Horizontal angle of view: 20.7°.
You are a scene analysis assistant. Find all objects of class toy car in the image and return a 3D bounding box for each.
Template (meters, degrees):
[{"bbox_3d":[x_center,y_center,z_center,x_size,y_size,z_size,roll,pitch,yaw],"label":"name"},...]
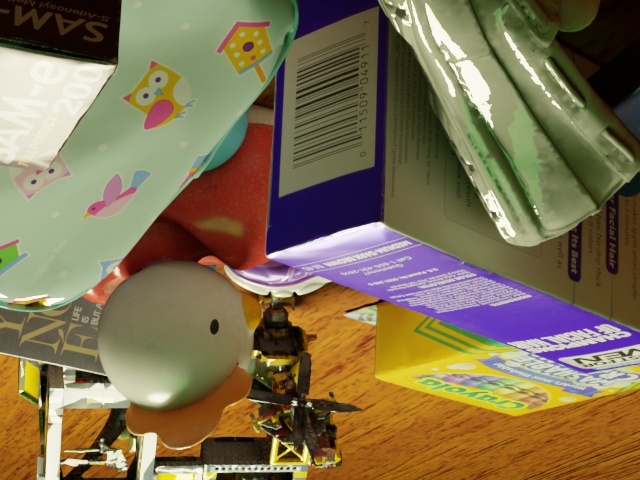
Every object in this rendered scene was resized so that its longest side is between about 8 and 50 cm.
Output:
[{"bbox_3d":[-0.089,0.037,1.279,0.210,0.238,0.219,-20,153,14],"label":"toy car"}]

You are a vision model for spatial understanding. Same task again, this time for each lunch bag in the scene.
[{"bbox_3d":[-0.162,-0.096,0.992,0.224,0.108,0.279,19,119,-47],"label":"lunch bag"}]

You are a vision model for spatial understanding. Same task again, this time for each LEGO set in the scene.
[{"bbox_3d":[-0.132,0.113,1.594,0.331,0.255,0.192,6,128,-5],"label":"LEGO set"}]

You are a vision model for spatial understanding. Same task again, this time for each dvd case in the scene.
[{"bbox_3d":[-0.214,0.016,1.405,0.221,0.164,0.018,15,-178,-32],"label":"dvd case"}]

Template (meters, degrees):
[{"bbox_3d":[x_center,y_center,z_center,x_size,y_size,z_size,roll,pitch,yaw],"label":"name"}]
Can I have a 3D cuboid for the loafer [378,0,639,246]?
[{"bbox_3d":[0.093,-0.133,0.952,0.111,0.112,0.319,-29,131,2],"label":"loafer"}]

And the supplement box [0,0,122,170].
[{"bbox_3d":[-0.127,-0.165,0.755,0.073,0.239,0.130,9,160,-19],"label":"supplement box"}]

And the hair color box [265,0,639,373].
[{"bbox_3d":[0.118,-0.039,1.167,0.339,0.185,0.110,21,154,-41],"label":"hair color box"}]

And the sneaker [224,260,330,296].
[{"bbox_3d":[0.000,0.000,1.502,0.170,0.068,0.071,-6,145,-2],"label":"sneaker"}]

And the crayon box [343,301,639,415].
[{"bbox_3d":[0.199,0.097,1.695,0.203,0.083,0.323,18,156,-36],"label":"crayon box"}]

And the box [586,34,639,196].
[{"bbox_3d":[0.244,-0.098,1.079,0.136,0.036,0.225,20,130,-43],"label":"box"}]
